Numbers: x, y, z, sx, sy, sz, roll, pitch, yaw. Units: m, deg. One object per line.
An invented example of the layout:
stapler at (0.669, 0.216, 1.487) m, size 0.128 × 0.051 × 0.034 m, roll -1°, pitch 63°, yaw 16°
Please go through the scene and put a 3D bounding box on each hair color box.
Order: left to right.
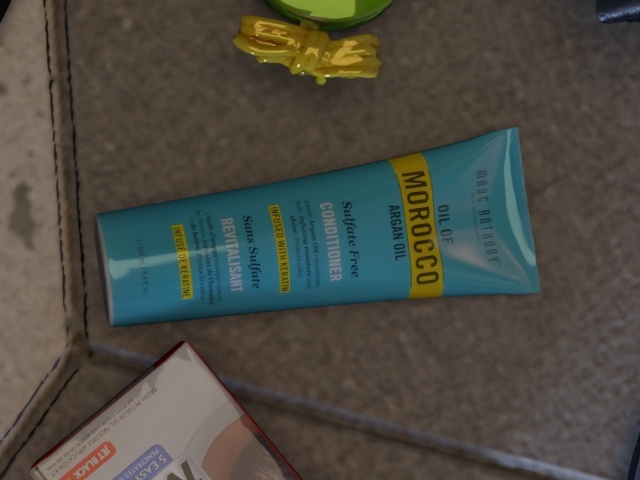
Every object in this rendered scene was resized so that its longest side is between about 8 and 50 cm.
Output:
hair color box at (-0.044, 0.138, 0.716) m, size 0.093 × 0.053 × 0.167 m, roll -40°, pitch 93°, yaw -7°

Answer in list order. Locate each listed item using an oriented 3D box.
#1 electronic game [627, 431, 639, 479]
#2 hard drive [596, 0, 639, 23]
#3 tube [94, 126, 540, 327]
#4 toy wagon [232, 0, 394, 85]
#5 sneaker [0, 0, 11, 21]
electronic game at (0.258, 0.133, 0.747) m, size 0.229 × 0.048 × 0.229 m, roll 0°, pitch 88°, yaw -5°
hard drive at (0.281, -0.222, 0.718) m, size 0.339 × 0.064 × 0.236 m, roll -5°, pitch 93°, yaw -17°
tube at (0.000, 0.000, 0.732) m, size 0.207 × 0.052 × 0.080 m, roll -9°, pitch 98°, yaw -12°
toy wagon at (0.020, -0.241, 0.732) m, size 0.267 × 0.068 × 0.344 m, roll 11°, pitch 87°, yaw -5°
sneaker at (-0.201, -0.209, 0.695) m, size 0.145 × 0.090 × 0.270 m, roll 17°, pitch 105°, yaw 16°
